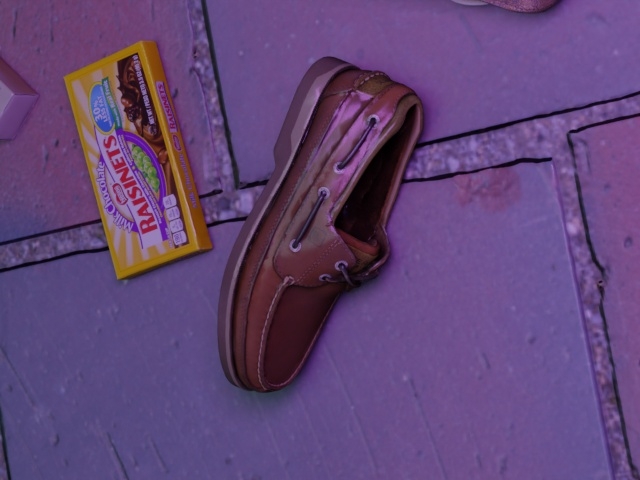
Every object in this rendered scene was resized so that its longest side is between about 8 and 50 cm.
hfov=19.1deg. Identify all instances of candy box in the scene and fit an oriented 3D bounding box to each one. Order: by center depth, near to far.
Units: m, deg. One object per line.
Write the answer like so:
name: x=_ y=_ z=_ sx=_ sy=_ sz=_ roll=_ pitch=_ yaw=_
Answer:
candy box: x=-0.173 y=-0.075 z=1.796 sx=0.105 sy=0.027 sz=0.206 roll=-21 pitch=82 yaw=34

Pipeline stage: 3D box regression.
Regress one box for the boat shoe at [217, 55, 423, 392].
boat shoe: x=0.000 y=0.000 z=1.644 sx=0.104 sy=0.111 sz=0.307 roll=23 pitch=105 yaw=30

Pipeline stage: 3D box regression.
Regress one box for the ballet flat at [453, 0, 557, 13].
ballet flat: x=0.062 y=-0.249 z=1.590 sx=0.316 sy=0.106 sz=0.107 roll=20 pitch=67 yaw=25

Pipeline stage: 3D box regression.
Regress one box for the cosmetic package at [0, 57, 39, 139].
cosmetic package: x=-0.338 y=-0.156 z=1.884 sx=0.115 sy=0.041 sz=0.060 roll=45 pitch=114 yaw=21
